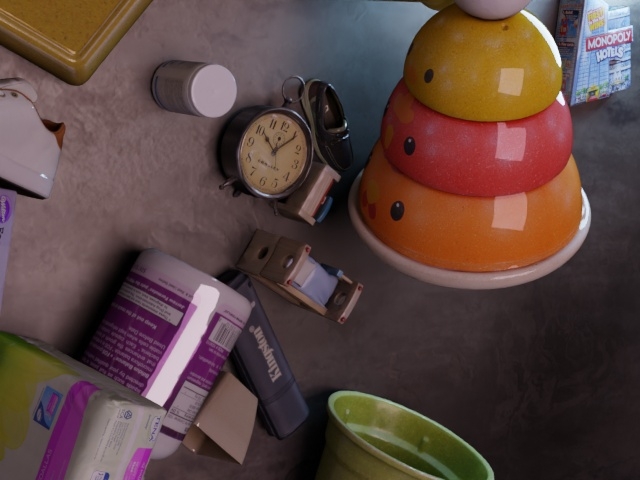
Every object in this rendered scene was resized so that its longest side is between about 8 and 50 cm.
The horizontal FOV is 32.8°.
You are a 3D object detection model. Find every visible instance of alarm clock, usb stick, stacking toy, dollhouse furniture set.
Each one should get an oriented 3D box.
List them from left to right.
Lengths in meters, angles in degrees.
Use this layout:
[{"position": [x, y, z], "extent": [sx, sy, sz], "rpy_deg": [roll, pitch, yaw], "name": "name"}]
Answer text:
[{"position": [-0.090, 0.171, 1.593], "extent": [0.077, 0.045, 0.278], "rpy_deg": [-35, 119, -25], "name": "usb stick"}, {"position": [-0.069, -0.142, 1.523], "extent": [0.129, 0.064, 0.192], "rpy_deg": [26, 87, -38], "name": "alarm clock"}, {"position": [0.000, 0.000, 1.566], "extent": [0.129, 0.129, 0.183], "rpy_deg": [36, 78, -37], "name": "dollhouse furniture set"}, {"position": [0.212, -0.206, 1.468], "extent": [0.351, 0.350, 0.480], "rpy_deg": [-27, 134, -29], "name": "stacking toy"}]

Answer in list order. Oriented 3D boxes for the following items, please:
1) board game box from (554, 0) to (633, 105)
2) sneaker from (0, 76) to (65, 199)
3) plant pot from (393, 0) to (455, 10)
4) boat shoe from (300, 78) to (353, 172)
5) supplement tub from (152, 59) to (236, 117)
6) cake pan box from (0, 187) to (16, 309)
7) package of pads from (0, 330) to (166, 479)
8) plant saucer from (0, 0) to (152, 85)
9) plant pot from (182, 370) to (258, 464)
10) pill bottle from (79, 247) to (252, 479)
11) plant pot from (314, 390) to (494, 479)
[{"position": [0.475, -0.347, 1.885], "extent": [0.194, 0.060, 0.194], "rpy_deg": [-17, 112, -33], "name": "board game box"}, {"position": [-0.403, -0.148, 1.233], "extent": [0.290, 0.106, 0.123], "rpy_deg": [33, 73, -59], "name": "sneaker"}, {"position": [0.109, -0.432, 1.492], "extent": [0.239, 0.254, 0.254], "rpy_deg": [-15, 110, -17], "name": "plant pot"}, {"position": [0.016, -0.163, 1.590], "extent": [0.056, 0.049, 0.152], "rpy_deg": [-39, 121, -24], "name": "boat shoe"}, {"position": [-0.165, -0.197, 1.410], "extent": [0.071, 0.107, 0.071], "rpy_deg": [-10, 107, -35], "name": "supplement tub"}, {"position": [-0.450, 0.047, 1.199], "extent": [0.246, 0.070, 0.266], "rpy_deg": [15, 83, -68], "name": "cake pan box"}, {"position": [-0.326, 0.255, 1.277], "extent": [0.101, 0.296, 0.229], "rpy_deg": [21, 88, -44], "name": "package of pads"}, {"position": [-0.297, -0.345, 1.196], "extent": [0.333, 0.081, 0.333], "rpy_deg": [29, 113, -38], "name": "plant saucer"}, {"position": [-0.152, 0.240, 1.530], "extent": [0.109, 0.109, 0.096], "rpy_deg": [49, 59, -34], "name": "plant pot"}, {"position": [-0.228, 0.176, 1.414], "extent": [0.169, 0.169, 0.301], "rpy_deg": [35, 79, -37], "name": "pill bottle"}, {"position": [0.087, 0.409, 1.670], "extent": [0.276, 0.276, 0.254], "rpy_deg": [16, 103, -38], "name": "plant pot"}]
